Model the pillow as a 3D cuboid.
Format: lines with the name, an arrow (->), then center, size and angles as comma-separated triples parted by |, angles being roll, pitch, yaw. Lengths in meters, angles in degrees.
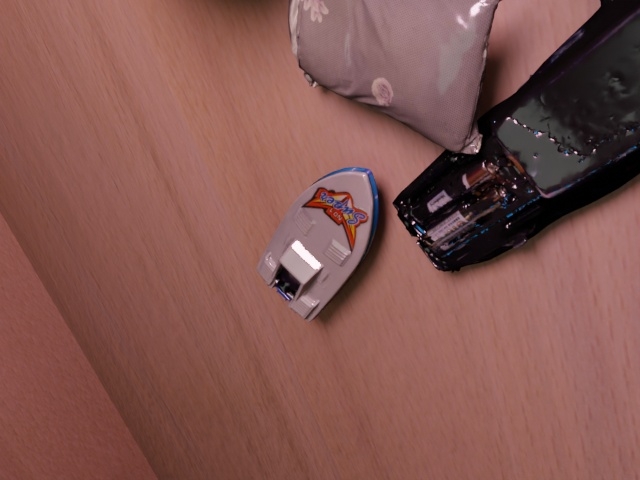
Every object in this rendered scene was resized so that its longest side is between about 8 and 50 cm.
pillow -> 0.053, -0.193, 0.505 | 0.255, 0.059, 0.169 | 35, 135, 33

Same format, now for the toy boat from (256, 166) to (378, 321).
toy boat -> 0.000, 0.000, 0.720 | 0.129, 0.088, 0.295 | 44, 139, 9

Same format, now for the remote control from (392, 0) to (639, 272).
remote control -> 0.211, -0.090, 0.481 | 0.144, 0.062, 0.399 | 50, 139, 4
